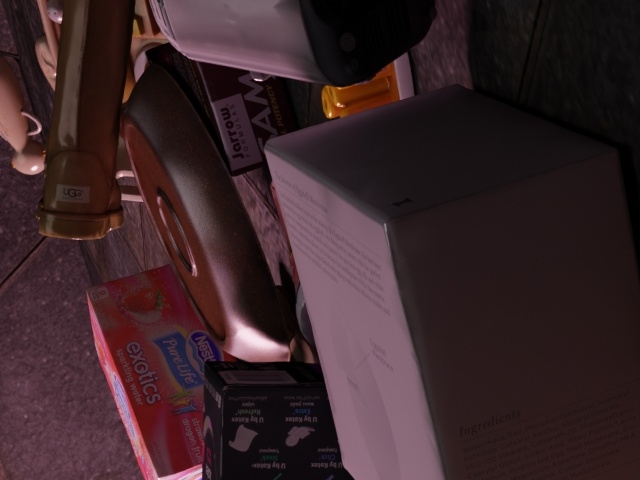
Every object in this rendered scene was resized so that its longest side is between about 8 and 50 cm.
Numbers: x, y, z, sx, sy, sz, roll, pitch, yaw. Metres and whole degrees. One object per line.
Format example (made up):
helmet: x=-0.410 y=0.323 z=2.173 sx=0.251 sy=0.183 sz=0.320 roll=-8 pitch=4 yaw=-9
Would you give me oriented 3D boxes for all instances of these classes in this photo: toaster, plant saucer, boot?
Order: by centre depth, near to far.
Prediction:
toaster: x=-0.030 y=-0.202 z=1.054 sx=0.146 sy=0.129 sz=0.227 roll=6 pitch=120 yaw=35
plant saucer: x=-0.117 y=-0.014 z=1.652 sx=0.311 sy=0.050 sz=0.310 roll=61 pitch=166 yaw=26
boot: x=-0.223 y=-0.145 z=1.737 sx=0.236 sy=0.089 sz=0.270 roll=-142 pitch=58 yaw=-78

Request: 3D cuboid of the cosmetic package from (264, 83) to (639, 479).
cosmetic package: x=0.083 y=0.047 z=1.003 sx=0.224 sy=0.138 sz=0.225 roll=-142 pitch=35 yaw=-67

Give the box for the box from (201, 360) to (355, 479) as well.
box: x=-0.029 y=0.247 z=1.524 sx=0.165 sy=0.143 sz=0.270 roll=-161 pitch=72 yaw=-81

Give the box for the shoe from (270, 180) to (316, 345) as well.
shoe: x=0.000 y=0.000 z=1.457 sx=0.081 sy=0.063 sz=0.178 roll=-120 pitch=23 yaw=-46

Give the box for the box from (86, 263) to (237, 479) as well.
box: x=-0.178 y=0.190 z=2.227 sx=0.142 sy=0.154 sz=0.300 roll=92 pitch=158 yaw=-54

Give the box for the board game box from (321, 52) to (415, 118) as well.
board game box: x=-0.050 y=-0.302 z=1.277 sx=0.390 sy=0.050 sz=0.390 roll=-132 pitch=27 yaw=-59

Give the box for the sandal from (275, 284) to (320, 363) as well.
sandal: x=-0.029 y=0.109 z=1.734 sx=0.180 sy=0.049 sz=0.072 roll=-125 pitch=21 yaw=-51

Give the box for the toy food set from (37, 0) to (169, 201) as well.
toy food set: x=-0.230 y=-0.189 z=1.831 sx=0.219 sy=0.092 sz=0.306 roll=6 pitch=118 yaw=37

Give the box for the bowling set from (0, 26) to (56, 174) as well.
bowling set: x=-0.242 y=-0.198 z=2.034 sx=0.287 sy=0.200 sz=0.154 roll=-9 pitch=113 yaw=40

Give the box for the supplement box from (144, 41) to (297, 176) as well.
supplement box: x=-0.093 y=-0.132 z=1.627 sx=0.239 sy=0.073 sz=0.130 roll=-164 pitch=56 yaw=-75
